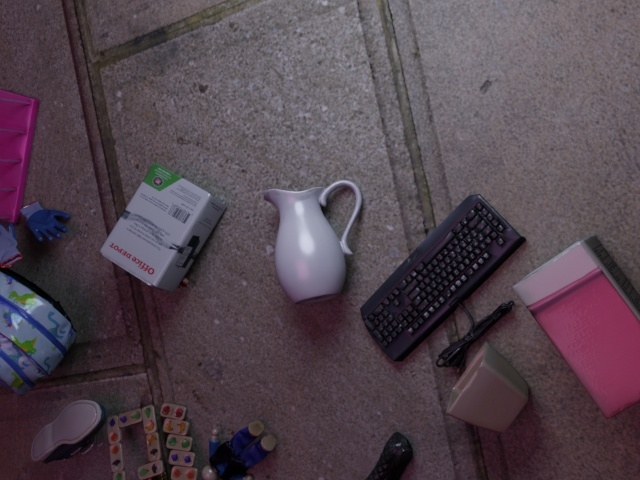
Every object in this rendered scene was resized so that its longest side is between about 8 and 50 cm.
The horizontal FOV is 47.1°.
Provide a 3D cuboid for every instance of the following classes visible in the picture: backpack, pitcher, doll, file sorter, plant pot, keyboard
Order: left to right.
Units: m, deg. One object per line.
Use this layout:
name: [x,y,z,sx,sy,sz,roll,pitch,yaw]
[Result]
file sorter: [-0.792,-0.202,1.642,0.202,0.182,0.290,18,101,24]
backpack: [-0.698,0.172,1.579,0.356,0.273,0.290,12,143,9]
doll: [-0.173,0.425,1.457,0.129,0.046,0.189,49,118,5]
pitcher: [0.000,0.000,1.315,0.178,0.125,0.207,-13,78,9]
keyboard: [0.222,0.095,1.254,0.201,0.033,0.317,47,112,16]
plant pot: [0.279,0.249,1.200,0.096,0.109,0.109,33,107,8]

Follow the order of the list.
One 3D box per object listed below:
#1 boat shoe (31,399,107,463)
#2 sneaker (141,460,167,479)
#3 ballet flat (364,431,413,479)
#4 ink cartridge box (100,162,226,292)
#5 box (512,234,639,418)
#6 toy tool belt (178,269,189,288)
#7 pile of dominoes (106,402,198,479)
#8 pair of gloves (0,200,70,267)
boat shoe: [-0.536,0.423,1.606,0.254,0.079,0.095,-39,50,27]
sneaker: [-0.372,0.553,1.549,0.084,0.069,0.185,-1,92,21]
ballet flat: [0.112,0.422,1.327,0.173,0.058,0.049,-58,30,16]
ink cartridge box: [-0.307,-0.023,1.438,0.153,0.087,0.208,30,86,21]
box: [0.416,0.122,1.095,0.127,0.149,0.232,-39,76,23]
toy tool belt: [-0.295,0.060,1.491,0.083,0.052,0.051,16,56,19]
pile of dominoes: [-0.348,0.456,1.494,0.196,0.040,0.251,-20,66,13]
pair of gloves: [-0.648,-0.017,1.607,0.159,0.198,0.023,37,148,37]
